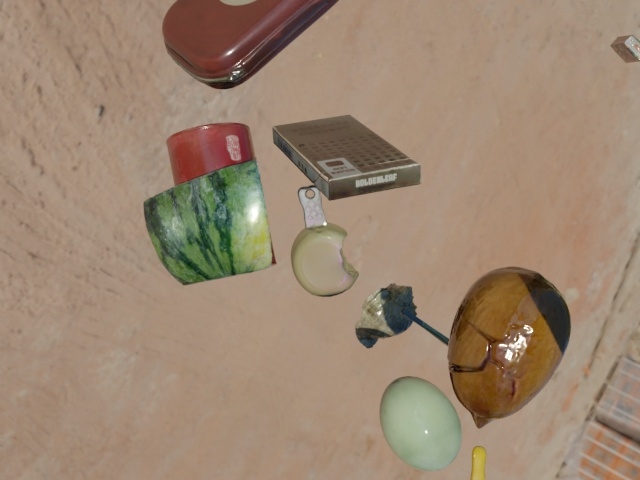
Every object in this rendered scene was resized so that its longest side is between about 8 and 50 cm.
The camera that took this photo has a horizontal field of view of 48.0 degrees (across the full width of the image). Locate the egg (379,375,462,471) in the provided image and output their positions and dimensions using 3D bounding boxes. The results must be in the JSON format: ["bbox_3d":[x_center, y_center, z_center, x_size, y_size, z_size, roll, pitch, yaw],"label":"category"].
[{"bbox_3d":[0.194,0.358,1.407,0.149,0.192,0.149,-31,179,-1],"label":"egg"}]

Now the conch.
[{"bbox_3d":[0.161,0.191,1.858,0.155,0.130,0.207,33,111,-24],"label":"conch"}]

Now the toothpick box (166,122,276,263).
[{"bbox_3d":[-0.231,-0.087,1.679,0.204,0.204,0.333,-5,81,-56],"label":"toothpick box"}]

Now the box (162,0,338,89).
[{"bbox_3d":[-0.132,-0.483,1.451,0.404,0.263,0.108,-44,148,-7],"label":"box"}]

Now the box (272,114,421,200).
[{"bbox_3d":[0.040,-0.169,1.390,0.181,0.325,0.047,-11,120,-18],"label":"box"}]

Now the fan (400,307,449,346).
[{"bbox_3d":[0.265,0.217,1.690,0.016,0.193,0.038,-61,-168,-30],"label":"fan"}]

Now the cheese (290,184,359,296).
[{"bbox_3d":[0.000,0.000,1.751,0.082,0.163,0.286,-88,169,-66],"label":"cheese"}]

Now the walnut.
[{"bbox_3d":[0.321,0.192,1.260,0.203,0.203,0.297,16,90,-60],"label":"walnut"}]

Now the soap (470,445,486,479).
[{"bbox_3d":[0.344,0.493,1.564,0.012,0.034,0.089,119,-20,-73],"label":"soap"}]

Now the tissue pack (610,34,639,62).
[{"bbox_3d":[0.714,-0.442,1.657,0.035,0.063,0.083,-46,-170,7],"label":"tissue pack"}]

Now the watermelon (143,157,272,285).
[{"bbox_3d":[-0.204,-0.033,1.452,0.201,0.262,0.212,-22,100,-75],"label":"watermelon"}]
